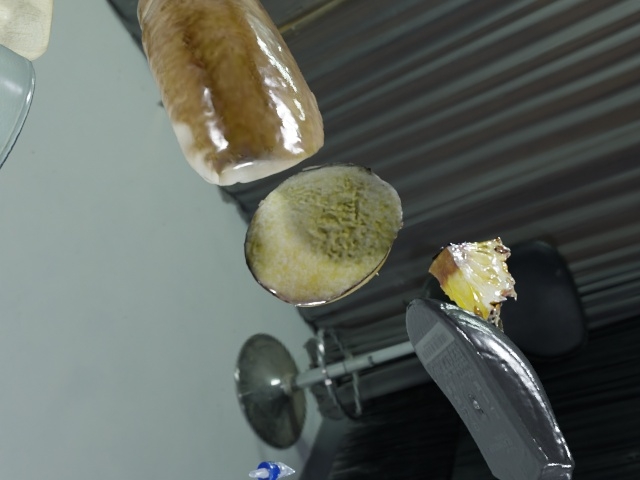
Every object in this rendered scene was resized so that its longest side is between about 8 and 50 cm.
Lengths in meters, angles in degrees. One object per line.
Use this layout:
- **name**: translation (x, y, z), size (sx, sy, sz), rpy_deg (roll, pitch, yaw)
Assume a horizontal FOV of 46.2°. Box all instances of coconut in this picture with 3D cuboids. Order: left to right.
- **coconut**: translation (-0.635, -0.445, 1.453), size (0.224, 0.224, 0.224), rpy_deg (41, 37, -42)

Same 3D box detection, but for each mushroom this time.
- **mushroom**: translation (-0.134, -0.254, 1.126), size (0.397, 0.224, 0.314), rpy_deg (-113, -177, -64)

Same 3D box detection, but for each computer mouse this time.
- **computer mouse**: translation (0.197, 0.164, 0.822), size (0.264, 0.088, 0.147), rpy_deg (61, -17, 13)

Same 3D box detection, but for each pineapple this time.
- **pineapple**: translation (0.189, 0.046, 0.929), size (0.116, 0.069, 0.137), rpy_deg (28, 34, -8)

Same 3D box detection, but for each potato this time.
- **potato**: translation (0.000, 0.000, 1.316), size (0.239, 0.116, 0.299), rpy_deg (36, 65, 13)

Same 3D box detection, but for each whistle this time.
- **whistle**: translation (-0.066, 0.312, 1.010), size (0.083, 0.033, 0.029), rpy_deg (18, 72, -58)

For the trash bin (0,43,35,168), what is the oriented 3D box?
- **trash bin**: translation (-0.504, -0.182, 0.869), size (0.262, 0.277, 0.217), rpy_deg (29, 59, -40)
